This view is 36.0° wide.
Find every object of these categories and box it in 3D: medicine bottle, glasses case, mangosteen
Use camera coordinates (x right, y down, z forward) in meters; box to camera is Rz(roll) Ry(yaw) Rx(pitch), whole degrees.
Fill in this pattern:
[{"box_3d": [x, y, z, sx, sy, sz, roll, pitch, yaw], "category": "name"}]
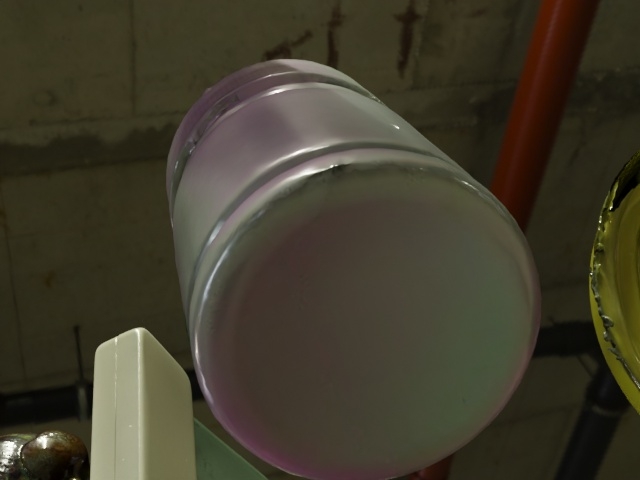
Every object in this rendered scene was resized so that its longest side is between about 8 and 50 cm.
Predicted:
[{"box_3d": [0.000, 0.000, 0.702, 0.212, 0.325, 0.212, -4, -69, -11], "category": "medicine bottle"}, {"box_3d": [-0.204, 0.254, 1.145, 0.070, 0.313, 0.131, -24, -49, 11], "category": "glasses case"}, {"box_3d": [-0.357, 0.357, 1.279, 0.289, 0.231, 0.231, -19, -40, 23], "category": "mangosteen"}]

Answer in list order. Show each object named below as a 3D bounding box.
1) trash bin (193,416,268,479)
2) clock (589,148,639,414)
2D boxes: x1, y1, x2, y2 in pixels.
[{"box_3d": [-0.256, 0.444, 1.490, 0.223, 0.158, 0.343, 40, -70, -6], "category": "trash bin"}, {"box_3d": [0.315, 0.034, 0.618, 0.293, 0.277, 0.071, 0, -26, 7], "category": "clock"}]
